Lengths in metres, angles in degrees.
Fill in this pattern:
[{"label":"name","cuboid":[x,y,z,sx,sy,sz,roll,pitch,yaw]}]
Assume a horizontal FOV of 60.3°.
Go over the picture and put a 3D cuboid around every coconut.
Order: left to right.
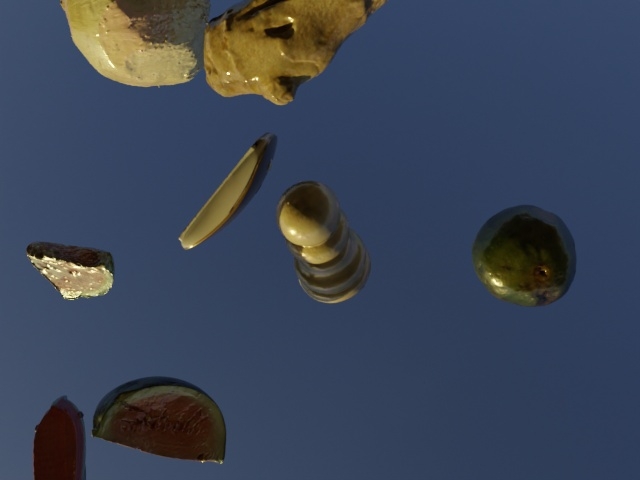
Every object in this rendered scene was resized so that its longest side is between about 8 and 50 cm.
[{"label":"coconut","cuboid":[-0.376,-0.456,1.099,0.255,0.297,0.297,-14,-111,-32]}]

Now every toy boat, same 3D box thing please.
[{"label":"toy boat","cuboid":[-0.371,0.307,0.789,0.069,0.058,0.172,-10,-113,-9]}]

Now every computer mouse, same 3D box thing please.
[{"label":"computer mouse","cuboid":[-0.145,-0.076,0.923,0.056,0.126,0.245,39,-73,-7]}]

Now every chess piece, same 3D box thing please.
[{"label":"chess piece","cuboid":[0.000,0.000,0.620,0.094,0.170,0.094,-6,-117,12]}]

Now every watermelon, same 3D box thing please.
[{"label":"watermelon","cuboid":[-0.424,0.035,0.940,0.187,0.139,0.071,-19,-132,38]},{"label":"watermelon","cuboid":[-0.167,0.188,0.625,0.069,0.163,0.087,-43,-141,24]}]

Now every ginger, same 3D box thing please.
[{"label":"ginger","cuboid":[-0.027,-0.310,0.769,0.354,0.126,0.189,-32,-117,25]}]

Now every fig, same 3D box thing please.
[{"label":"fig","cuboid":[0.400,0.019,1.084,0.195,0.245,0.195,6,-68,14]}]
